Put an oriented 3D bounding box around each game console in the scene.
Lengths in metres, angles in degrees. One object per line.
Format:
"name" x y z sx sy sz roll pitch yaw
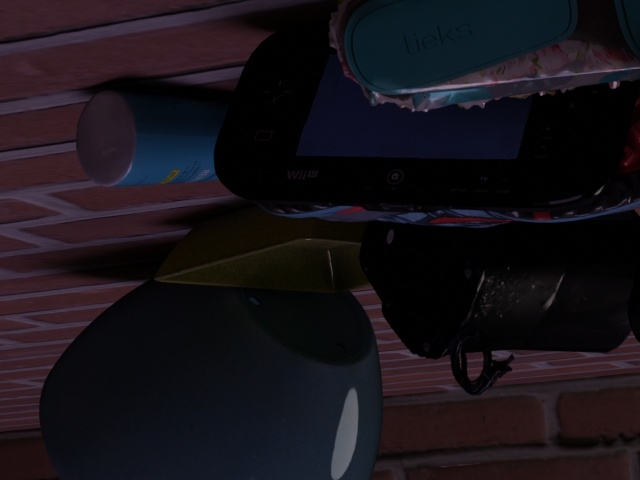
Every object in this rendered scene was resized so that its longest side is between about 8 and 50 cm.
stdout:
"game console" 0.115 -0.045 0.812 0.361 0.213 0.044 2 137 26

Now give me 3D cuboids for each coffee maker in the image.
"coffee maker" 0.139 0.033 1.270 0.178 0.171 0.120 1 153 -33

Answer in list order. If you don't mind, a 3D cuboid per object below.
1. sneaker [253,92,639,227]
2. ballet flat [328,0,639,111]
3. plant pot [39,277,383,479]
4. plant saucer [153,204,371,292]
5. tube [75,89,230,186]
"sneaker" 0.089 -0.057 0.974 0.262 0.104 0.125 2 176 34
"ballet flat" 0.122 -0.107 0.786 0.241 0.091 0.077 -2 -159 16
"plant pot" -0.061 0.121 1.534 0.290 0.290 0.195 5 132 -40
"plant saucer" 0.000 0.000 1.390 0.188 0.045 0.188 6 166 -40
"tube" -0.044 -0.057 1.066 0.207 0.052 0.080 -2 179 -45
